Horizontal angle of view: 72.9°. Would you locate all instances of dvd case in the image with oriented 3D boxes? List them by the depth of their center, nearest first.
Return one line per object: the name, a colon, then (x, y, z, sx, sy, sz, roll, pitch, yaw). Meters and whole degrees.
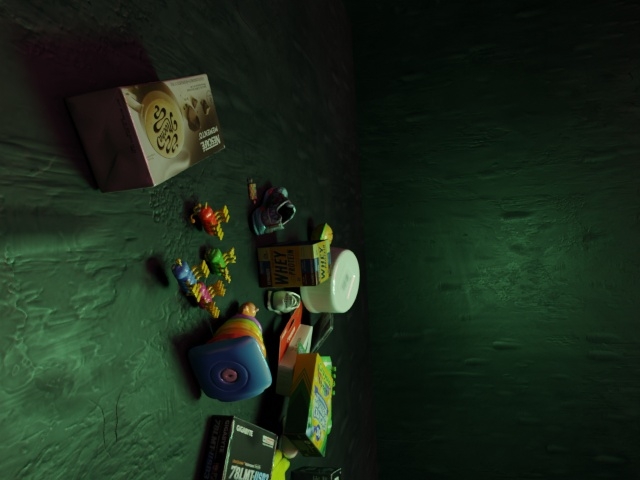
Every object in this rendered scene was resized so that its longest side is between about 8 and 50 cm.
dvd case: (0.002, 0.371, 1.814, 0.165, 0.018, 0.221, -56, -172, 16)

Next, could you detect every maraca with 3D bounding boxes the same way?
maraca: (0.000, 0.000, 2.013, 0.127, 0.099, 0.186, -66, 175, -48)

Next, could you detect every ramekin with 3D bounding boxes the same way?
ramekin: (0.046, 0.154, 1.703, 0.277, 0.135, 0.277, -10, 102, -61)

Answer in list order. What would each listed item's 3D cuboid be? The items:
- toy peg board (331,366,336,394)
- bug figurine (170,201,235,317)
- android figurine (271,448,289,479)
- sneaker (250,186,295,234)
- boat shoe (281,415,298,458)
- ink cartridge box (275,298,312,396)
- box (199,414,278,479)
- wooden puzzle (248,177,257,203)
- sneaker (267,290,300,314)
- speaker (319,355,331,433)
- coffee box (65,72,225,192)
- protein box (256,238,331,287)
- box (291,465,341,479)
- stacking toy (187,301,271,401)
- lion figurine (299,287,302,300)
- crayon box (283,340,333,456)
toy peg board: (0.015, 0.624, 1.960, 0.161, 0.079, 0.161, 58, 32, -60)
bug figurine: (-0.277, 0.052, 1.035, 0.279, 0.072, 0.216, -83, 168, -47)
android figurine: (-0.155, 0.799, 1.357, 0.273, 0.056, 0.249, 18, 70, -75)
sneaker: (-0.137, -0.099, 1.470, 0.262, 0.125, 0.104, -71, 154, -53)
boat shoe: (-0.107, 0.685, 1.490, 0.184, 0.066, 0.063, -126, -146, -69)
ink cartridge box: (-0.088, 0.382, 1.579, 0.275, 0.060, 0.239, -56, 156, -65)
box: (-0.215, 0.638, 1.131, 0.296, 0.073, 0.294, 62, 30, -53)
wooden puzzle: (-0.220, -0.159, 1.403, 0.049, 0.006, 0.083, -27, 113, -73)
sneaker: (-0.113, 0.221, 1.554, 0.235, 0.094, 0.090, 25, 60, -76)
speaker: (-0.016, 0.623, 1.762, 0.131, 0.131, 0.297, 39, 50, -70)
coffee box: (-0.318, -0.222, 0.852, 0.297, 0.118, 0.168, -61, 143, -62)
protein box: (-0.084, 0.075, 1.487, 0.201, 0.199, 0.136, -19, 105, -73)
box: (-0.014, 0.917, 1.641, 0.156, 0.158, 0.093, 51, 38, -64)
stacking toy: (-0.213, 0.255, 1.140, 0.302, 0.175, 0.166, -92, 167, -67)
lion figurine: (-0.017, 0.208, 1.885, 0.392, 0.142, 0.240, -8, 102, -60)
crayon box: (-0.031, 0.529, 1.471, 0.323, 0.083, 0.203, -82, 158, -43)
